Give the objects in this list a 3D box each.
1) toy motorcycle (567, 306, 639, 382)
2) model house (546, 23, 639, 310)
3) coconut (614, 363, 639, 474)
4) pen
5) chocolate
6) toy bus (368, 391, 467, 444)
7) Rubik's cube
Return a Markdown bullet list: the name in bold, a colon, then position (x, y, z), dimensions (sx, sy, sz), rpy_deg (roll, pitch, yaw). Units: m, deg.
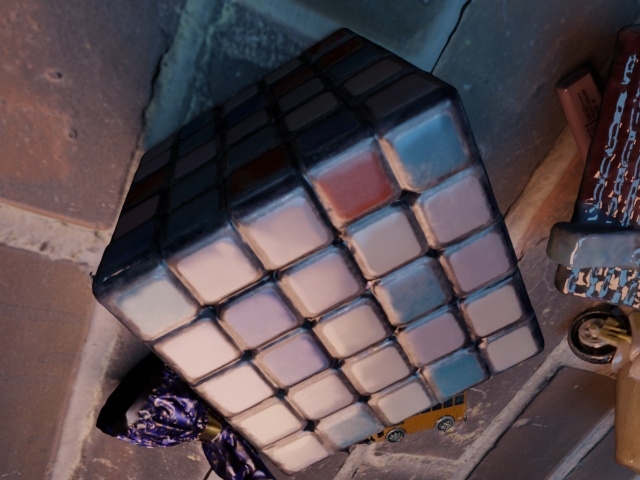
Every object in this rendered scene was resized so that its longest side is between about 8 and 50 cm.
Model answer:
- **toy motorcycle**: position (0.569, 0.117, 0.720), dimensions (0.341, 0.222, 0.108), rpy_deg (-38, 123, 9)
- **model house**: position (0.439, -0.086, 0.520), dimensions (0.340, 0.297, 0.359), rpy_deg (-1, 114, -8)
- **coconut**: position (0.654, 0.317, 0.818), dimensions (0.329, 0.328, 0.328), rpy_deg (-5, 121, -8)
- **pen**: position (0.368, -0.135, 0.639), dimensions (0.053, 0.032, 0.197), rpy_deg (-37, 119, 11)
- **chocolate**: position (-0.175, 0.305, 0.749), dimensions (0.149, 0.126, 0.343), rpy_deg (-8, 135, 41)
- **toy bus**: position (0.141, 0.261, 0.793), dimensions (0.182, 0.091, 0.103), rpy_deg (-11, 120, -7)
- **Rubik's cube**: position (0.000, 0.000, 0.495), dimensions (0.292, 0.286, 0.293), rpy_deg (-31, 122, 7)
